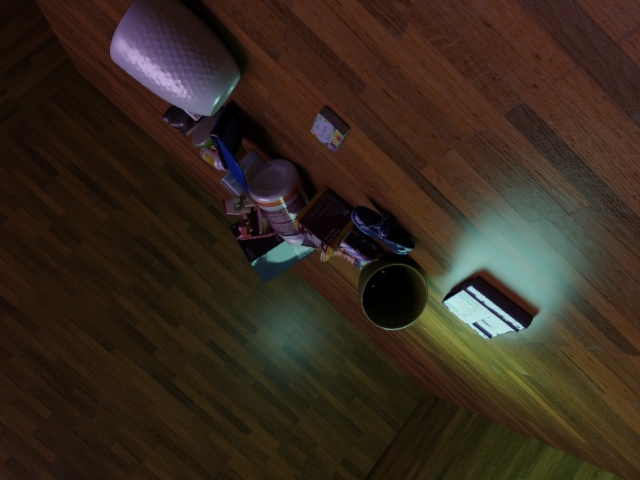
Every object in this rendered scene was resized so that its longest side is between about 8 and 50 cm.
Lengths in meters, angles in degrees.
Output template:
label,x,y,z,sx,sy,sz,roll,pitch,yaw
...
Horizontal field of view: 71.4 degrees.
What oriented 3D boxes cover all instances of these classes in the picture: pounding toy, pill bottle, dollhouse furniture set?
label,x,y,z,sx,sy,sz,roll,pitch,yaw
pounding toy,-0.462,-0.461,1.930,0.110,0.183,0.237,41,-174,-41
pill bottle,-0.558,-0.448,2.420,0.184,0.103,0.103,36,165,25
pill bottle,-0.145,-0.151,1.963,0.224,0.224,0.392,32,162,34
dollhouse furniture set,-0.335,-0.097,1.964,0.374,0.152,0.202,-29,-69,-73

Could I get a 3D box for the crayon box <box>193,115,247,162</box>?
label,x,y,z,sx,sy,sz,roll,pitch,yaw
crayon box,-0.463,-0.458,2.190,0.202,0.081,0.319,31,163,35

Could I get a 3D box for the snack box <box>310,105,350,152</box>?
label,x,y,z,sx,sy,sz,roll,pitch,yaw
snack box,0.027,-0.334,1.351,0.100,0.037,0.141,43,166,-1

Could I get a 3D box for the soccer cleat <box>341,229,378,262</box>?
label,x,y,z,sx,sy,sz,roll,pitch,yaw
soccer cleat,0.104,-0.014,1.933,0.331,0.116,0.143,41,167,4

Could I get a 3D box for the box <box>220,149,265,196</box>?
label,x,y,z,sx,sy,sz,roll,pitch,yaw
box,-0.356,-0.311,2.089,0.114,0.203,0.103,44,166,-11

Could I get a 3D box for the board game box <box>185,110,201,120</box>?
label,x,y,z,sx,sy,sz,roll,pitch,yaw
board game box,-0.567,-0.588,1.781,0.193,0.053,0.305,42,-175,-31

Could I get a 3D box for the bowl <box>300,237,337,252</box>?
label,x,y,z,sx,sy,sz,roll,pitch,yaw
bowl,0.000,0.000,1.969,0.169,0.080,0.170,11,179,0

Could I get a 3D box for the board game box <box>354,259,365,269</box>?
label,x,y,z,sx,sy,sz,roll,pitch,yaw
board game box,0.150,0.056,2.155,0.141,0.048,0.170,37,165,23

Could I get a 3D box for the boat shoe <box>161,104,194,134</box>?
label,x,y,z,sx,sy,sz,roll,pitch,yaw
boat shoe,-0.708,-0.623,2.305,0.130,0.132,0.355,40,178,-37

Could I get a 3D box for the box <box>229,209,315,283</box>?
label,x,y,z,sx,sy,sz,roll,pitch,yaw
box,-0.253,-0.010,2.303,0.343,0.312,0.179,52,171,46

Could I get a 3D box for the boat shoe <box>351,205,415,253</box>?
label,x,y,z,sx,sy,sz,roll,pitch,yaw
boat shoe,0.232,-0.049,1.576,0.258,0.109,0.089,28,162,-16

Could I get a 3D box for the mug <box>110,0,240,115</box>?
label,x,y,z,sx,sy,sz,roll,pitch,yaw
mug,-0.433,-0.584,1.453,0.328,0.276,0.374,37,-163,-13

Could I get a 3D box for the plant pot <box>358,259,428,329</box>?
label,x,y,z,sx,sy,sz,roll,pitch,yaw
plant pot,0.272,0.194,1.892,0.275,0.275,0.293,45,-178,-15

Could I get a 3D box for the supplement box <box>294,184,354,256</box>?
label,x,y,z,sx,sy,sz,roll,pitch,yaw
supplement box,0.027,-0.076,1.799,0.194,0.191,0.129,39,166,7

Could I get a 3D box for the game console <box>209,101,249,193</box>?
label,x,y,z,sx,sy,sz,roll,pitch,yaw
game console,-0.338,-0.378,1.855,0.173,0.251,0.293,22,163,5

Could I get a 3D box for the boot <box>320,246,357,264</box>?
label,x,y,z,sx,sy,sz,roll,pitch,yaw
boot,0.097,0.061,2.054,0.152,0.197,0.073,42,-153,15

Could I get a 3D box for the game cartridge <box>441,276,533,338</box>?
label,x,y,z,sx,sy,sz,roll,pitch,yaw
game cartridge,0.575,0.251,1.598,0.230,0.068,0.355,35,165,10
